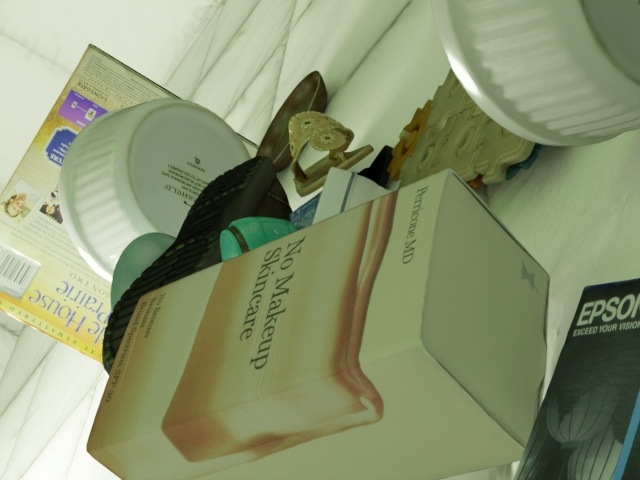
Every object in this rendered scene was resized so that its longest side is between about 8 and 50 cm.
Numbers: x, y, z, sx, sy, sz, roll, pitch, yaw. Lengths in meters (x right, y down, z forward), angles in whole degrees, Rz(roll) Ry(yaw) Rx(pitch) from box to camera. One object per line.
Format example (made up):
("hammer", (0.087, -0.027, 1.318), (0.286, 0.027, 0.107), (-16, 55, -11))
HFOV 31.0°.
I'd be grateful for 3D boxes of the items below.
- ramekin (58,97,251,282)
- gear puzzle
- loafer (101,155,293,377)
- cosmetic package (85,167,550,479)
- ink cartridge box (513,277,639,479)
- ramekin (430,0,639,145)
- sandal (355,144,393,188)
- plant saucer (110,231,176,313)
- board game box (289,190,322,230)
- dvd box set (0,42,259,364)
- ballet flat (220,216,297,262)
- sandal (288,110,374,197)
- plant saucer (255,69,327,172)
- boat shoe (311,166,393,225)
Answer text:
("ramekin", (-0.204, -0.068, 1.558), (0.127, 0.273, 0.273), (-22, 39, 46))
("gear puzzle", (0.135, -0.099, 1.012), (0.175, 0.044, 0.339), (-66, 15, -15))
("loafer", (-0.105, 0.047, 1.256), (0.133, 0.130, 0.366), (-22, 25, 37))
("cosmetic package", (-0.005, 0.086, 0.792), (0.296, 0.129, 0.153), (-23, 37, 34))
("ink cartridge box", (0.161, 0.112, 0.541), (0.333, 0.065, 0.165), (-65, 17, -19))
("ramekin", (0.181, -0.165, 0.715), (0.109, 0.207, 0.207), (2, 63, 61))
("sandal", (0.018, -0.034, 1.223), (0.179, 0.040, 0.067), (-49, 19, 32))
("plant saucer", (-0.160, 0.081, 1.325), (0.037, 0.195, 0.195), (-15, 41, 32))
("board game box", (0.000, 0.000, 1.190), (0.090, 0.020, 0.090), (-34, 59, 55))
("dvd box set", (-0.327, -0.043, 1.770), (0.420, 0.307, 0.062), (-59, 14, 5))
("ballet flat", (-0.051, 0.083, 1.127), (0.083, 0.087, 0.247), (50, 145, 46))
("sandal", (-0.010, -0.100, 1.253), (0.088, 0.079, 0.240), (-35, 4, -6))
("plant saucer", (-0.038, -0.159, 1.613), (0.168, 0.029, 0.168), (-52, 18, 24))
("boat shoe", (0.022, 0.035, 1.021), (0.095, 0.084, 0.258), (106, 180, -51))
